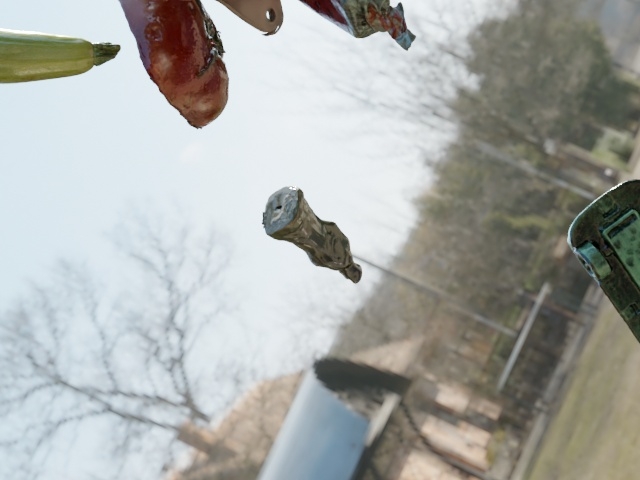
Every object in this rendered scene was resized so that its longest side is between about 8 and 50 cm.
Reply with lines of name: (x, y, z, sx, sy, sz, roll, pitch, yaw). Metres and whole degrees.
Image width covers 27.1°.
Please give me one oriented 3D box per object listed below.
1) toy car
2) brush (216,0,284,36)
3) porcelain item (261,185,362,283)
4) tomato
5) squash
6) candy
toy car: (0.452, 0.059, 1.806, 0.136, 0.306, 0.125, -37, 12, -1)
brush: (-0.153, -0.309, 1.571, 0.313, 0.067, 0.072, 14, -91, -53)
porcelain item: (0.000, 0.000, 2.045, 0.216, 0.069, 0.081, 39, -140, -42)
tomato: (-0.181, -0.271, 1.816, 0.101, 0.228, 0.228, -27, -4, 8)
squash: (-0.421, -0.289, 2.051, 0.094, 0.224, 0.094, 178, 90, -89)
candy: (0.012, -0.303, 1.575, 0.059, 0.292, 0.086, -38, -41, -15)
